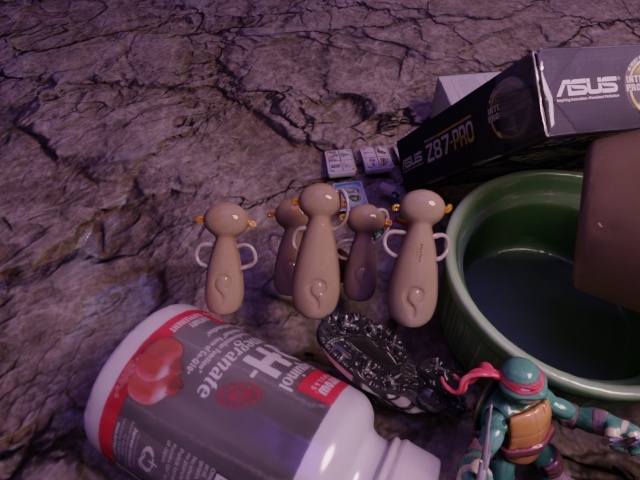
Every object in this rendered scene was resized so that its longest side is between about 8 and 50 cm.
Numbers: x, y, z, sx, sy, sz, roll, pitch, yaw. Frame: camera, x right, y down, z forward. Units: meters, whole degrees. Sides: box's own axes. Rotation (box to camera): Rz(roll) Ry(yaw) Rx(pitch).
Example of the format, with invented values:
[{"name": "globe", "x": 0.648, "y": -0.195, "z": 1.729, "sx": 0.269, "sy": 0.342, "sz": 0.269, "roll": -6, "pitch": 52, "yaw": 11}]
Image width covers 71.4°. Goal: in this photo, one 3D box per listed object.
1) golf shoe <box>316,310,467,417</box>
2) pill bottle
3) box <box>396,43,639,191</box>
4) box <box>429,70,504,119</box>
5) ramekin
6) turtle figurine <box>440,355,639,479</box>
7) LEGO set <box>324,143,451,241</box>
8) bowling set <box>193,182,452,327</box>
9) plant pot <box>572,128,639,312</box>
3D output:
[{"name": "golf shoe", "x": 0.066, "y": 0.151, "z": 0.495, "sx": 0.198, "sy": 0.094, "sz": 0.077, "roll": 33, "pitch": 47, "yaw": -16}, {"name": "pill bottle", "x": -0.055, "y": 0.203, "z": 0.449, "sx": 0.318, "sy": 0.176, "sz": 0.176, "roll": 22, "pitch": 56, "yaw": 18}, {"name": "box", "x": 0.347, "y": -0.152, "z": 0.602, "sx": 0.394, "sy": 0.318, "sz": 0.097, "roll": -8, "pitch": 91, "yaw": -13}, {"name": "box", "x": 0.306, "y": -0.235, "z": 0.824, "sx": 0.170, "sy": 0.091, "sz": 0.130, "roll": -5, "pitch": 53, "yaw": -2}, {"name": "ramekin", "x": 0.294, "y": 0.068, "z": 0.557, "sx": 0.303, "sy": 0.148, "sz": 0.304, "roll": -1, "pitch": 52, "yaw": 1}, {"name": "turtle figurine", "x": 0.197, "y": 0.187, "z": 0.415, "sx": 0.175, "sy": 0.234, "sz": 0.118, "roll": -15, "pitch": 32, "yaw": 0}, {"name": "LEGO set", "x": 0.110, "y": -0.080, "z": 0.753, "sx": 0.182, "sy": 0.060, "sz": 0.244, "roll": -7, "pitch": 41, "yaw": -3}, {"name": "bowling set", "x": 0.000, "y": 0.000, "z": 0.568, "sx": 0.286, "sy": 0.154, "sz": 0.200, "roll": 3, "pitch": 10, "yaw": -2}, {"name": "plant pot", "x": 0.360, "y": -0.014, "z": 0.394, "sx": 0.229, "sy": 0.263, "sz": 0.263, "roll": 6, "pitch": 50, "yaw": 31}]
